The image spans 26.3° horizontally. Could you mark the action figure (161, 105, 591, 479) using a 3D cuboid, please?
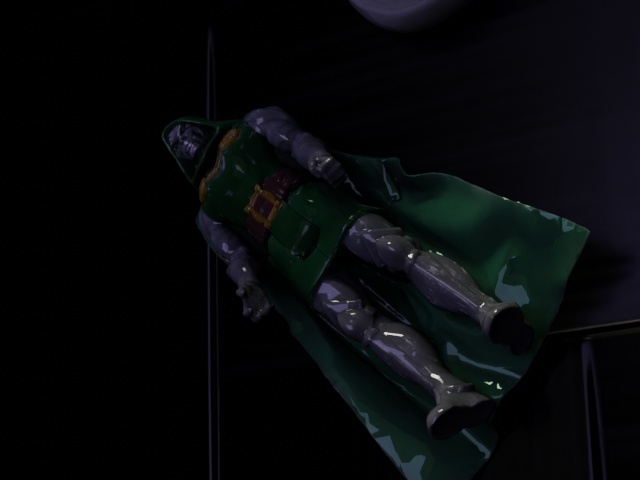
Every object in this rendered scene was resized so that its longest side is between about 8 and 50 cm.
[{"bbox_3d":[0.000,0.000,0.629,0.232,0.063,0.137,37,104,39],"label":"action figure"}]

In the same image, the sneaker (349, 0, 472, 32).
[{"bbox_3d":[0.072,-0.234,0.595,0.106,0.123,0.290,36,101,34],"label":"sneaker"}]
